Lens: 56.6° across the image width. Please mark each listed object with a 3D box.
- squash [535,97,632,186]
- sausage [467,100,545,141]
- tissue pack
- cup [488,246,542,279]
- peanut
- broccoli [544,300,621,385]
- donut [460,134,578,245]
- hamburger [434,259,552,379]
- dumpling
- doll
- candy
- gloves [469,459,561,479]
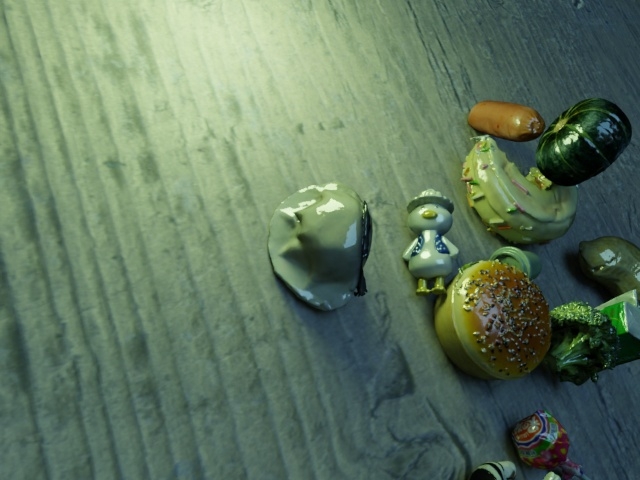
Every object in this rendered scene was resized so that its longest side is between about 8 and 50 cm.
[{"bbox_3d":[0.693,-0.258,1.579,0.165,0.252,0.252,41,50,-8],"label":"squash"},{"bbox_3d":[0.545,-0.347,1.730,0.113,0.259,0.114,-7,111,-20],"label":"sausage"},{"bbox_3d":[0.765,0.235,1.578,0.148,0.209,0.156,28,53,-17],"label":"tissue pack"},{"bbox_3d":[0.522,0.072,1.583,0.141,0.120,0.120,-6,68,-49],"label":"cup"},{"bbox_3d":[0.911,0.093,1.791,0.340,0.158,0.174,36,81,-6],"label":"peanut"},{"bbox_3d":[0.624,0.251,1.453,0.176,0.226,0.198,-45,77,1],"label":"broccoli"},{"bbox_3d":[0.571,-0.129,1.691,0.370,0.150,0.308,8,60,-28],"label":"donut"},{"bbox_3d":[0.412,0.183,1.403,0.300,0.176,0.300,15,60,-26],"label":"hamburger"},{"bbox_3d":[0.013,-0.002,1.262,0.204,0.163,0.293,20,68,-28],"label":"dumpling"},{"bbox_3d":[0.269,-0.004,1.452,0.119,0.138,0.293,55,36,-53],"label":"doll"},{"bbox_3d":[0.589,0.529,1.381,0.365,0.124,0.124,40,50,-17],"label":"candy"},{"bbox_3d":[0.412,0.534,1.246,0.218,0.140,0.131,28,71,-34],"label":"gloves"}]
